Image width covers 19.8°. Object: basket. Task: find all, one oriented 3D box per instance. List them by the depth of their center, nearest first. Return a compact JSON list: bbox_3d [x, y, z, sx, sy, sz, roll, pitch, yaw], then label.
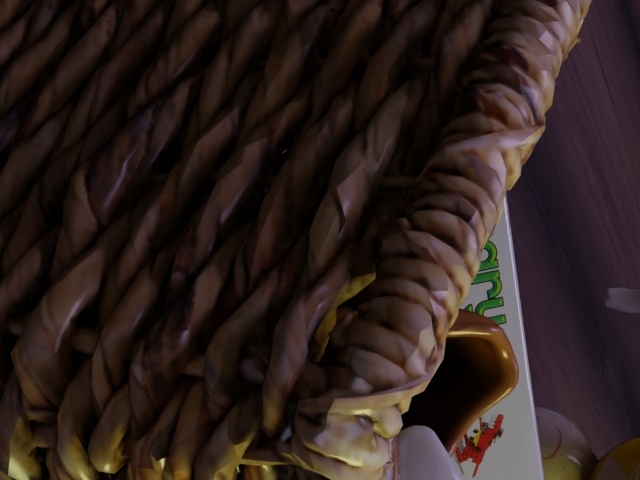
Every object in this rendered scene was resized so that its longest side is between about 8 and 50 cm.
[{"bbox_3d":[0.000,0.000,0.524,0.299,0.223,0.213,-63,143,-38],"label":"basket"}]

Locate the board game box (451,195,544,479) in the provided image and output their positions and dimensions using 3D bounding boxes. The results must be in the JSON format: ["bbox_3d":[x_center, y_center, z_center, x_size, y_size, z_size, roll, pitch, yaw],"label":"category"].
[{"bbox_3d":[0.048,0.027,0.902,0.193,0.053,0.305,-139,-141,-74],"label":"board game box"}]

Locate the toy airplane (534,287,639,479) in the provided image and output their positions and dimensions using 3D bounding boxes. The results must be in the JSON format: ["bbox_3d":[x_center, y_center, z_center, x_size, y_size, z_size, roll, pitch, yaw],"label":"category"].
[{"bbox_3d":[0.216,0.208,1.246,0.384,0.272,0.386,-60,179,15],"label":"toy airplane"}]

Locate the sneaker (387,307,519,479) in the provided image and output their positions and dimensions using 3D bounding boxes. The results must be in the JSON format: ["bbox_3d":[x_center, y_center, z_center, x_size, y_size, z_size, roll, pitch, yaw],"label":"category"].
[{"bbox_3d":[-0.016,0.117,0.639,0.290,0.123,0.106,-59,141,-37],"label":"sneaker"}]
